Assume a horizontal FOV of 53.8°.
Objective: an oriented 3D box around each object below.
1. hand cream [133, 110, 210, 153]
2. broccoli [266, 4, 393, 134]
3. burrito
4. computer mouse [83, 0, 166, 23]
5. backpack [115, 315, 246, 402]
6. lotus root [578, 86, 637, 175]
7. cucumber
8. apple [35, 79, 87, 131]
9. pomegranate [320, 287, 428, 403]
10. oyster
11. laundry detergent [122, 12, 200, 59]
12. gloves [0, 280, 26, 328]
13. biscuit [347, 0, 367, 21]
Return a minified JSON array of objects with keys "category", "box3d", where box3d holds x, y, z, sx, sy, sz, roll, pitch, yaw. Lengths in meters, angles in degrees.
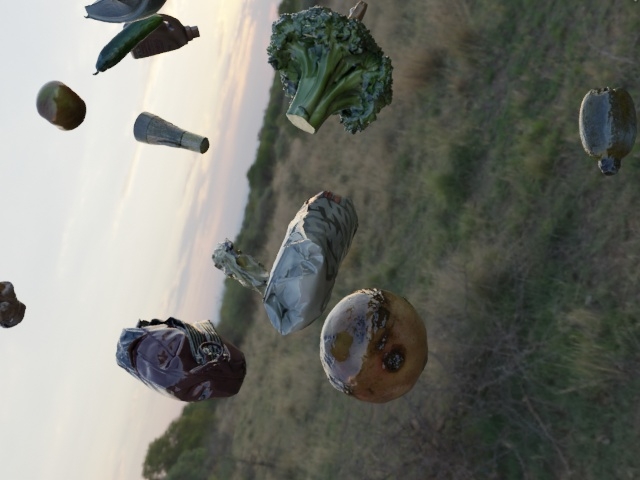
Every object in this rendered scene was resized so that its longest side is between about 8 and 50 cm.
[{"category":"hand cream","box3d":[-0.378,-0.267,1.627,0.084,0.203,0.084,19,-90,-78]},{"category":"broccoli","box3d":[0.020,-0.363,1.387,0.235,0.288,0.260,-9,-59,-68]},{"category":"burrito","box3d":[0.000,0.000,1.058,0.445,0.101,0.139,-61,-28,-66]},{"category":"computer mouse","box3d":[-0.381,-0.479,1.274,0.126,0.231,0.071,-55,-48,-35]},{"category":"backpack","box3d":[-0.325,0.289,1.540,0.317,0.283,0.197,2,81,55]},{"category":"lotus root","box3d":[0.605,-0.230,1.328,0.088,0.113,0.192,37,-125,-72]},{"category":"cucumber","box3d":[-0.505,-0.505,1.622,0.250,0.056,0.056,-35,21,15]},{"category":"apple","box3d":[-0.646,-0.334,1.563,0.102,0.126,0.126,-49,4,-6]},{"category":"pomegranate","box3d":[0.150,0.292,1.761,0.322,0.322,0.322,-167,90,-84]},{"category":"oyster","box3d":[-0.174,0.072,1.432,0.072,0.209,0.133,-50,-8,7]},{"category":"laundry detergent","box3d":[-0.515,-0.677,2.049,0.171,0.237,0.076,100,153,-72]},{"category":"gloves","box3d":[-0.752,0.155,1.465,0.110,0.144,0.094,-32,57,18]},{"category":"biscuit","box3d":[0.032,-0.526,1.737,0.340,0.047,0.216,-59,-4,-35]}]
